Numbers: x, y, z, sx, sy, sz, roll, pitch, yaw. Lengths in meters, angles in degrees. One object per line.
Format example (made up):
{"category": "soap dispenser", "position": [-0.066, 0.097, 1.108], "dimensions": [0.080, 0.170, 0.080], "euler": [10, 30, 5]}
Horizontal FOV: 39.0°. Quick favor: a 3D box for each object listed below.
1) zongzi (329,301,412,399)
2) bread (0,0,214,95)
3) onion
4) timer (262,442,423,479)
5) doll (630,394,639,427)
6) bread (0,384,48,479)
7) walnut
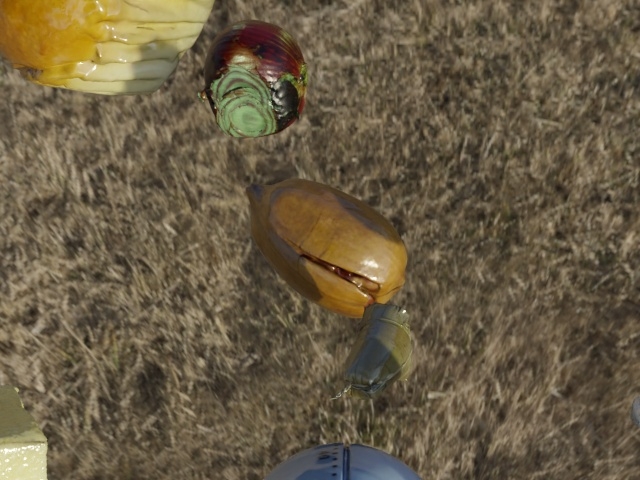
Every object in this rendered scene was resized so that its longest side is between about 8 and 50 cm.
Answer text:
{"category": "zongzi", "position": [0.089, 0.213, 1.335], "dimensions": [0.081, 0.178, 0.189], "euler": [2, 41, 23]}
{"category": "bread", "position": [-0.160, -0.312, 0.734], "dimensions": [0.236, 0.183, 0.389], "euler": [22, 101, 46]}
{"category": "onion", "position": [-0.066, -0.167, 0.916], "dimensions": [0.118, 0.117, 0.119], "euler": [2, 43, -1]}
{"category": "timer", "position": [0.061, 0.247, 0.639], "dimensions": [0.255, 0.175, 0.175], "euler": [25, 69, 8]}
{"category": "doll", "position": [0.355, 0.201, 0.902], "dimensions": [0.057, 0.227, 0.114], "euler": [-15, 54, 23]}
{"category": "bread", "position": [-0.371, 0.200, 0.864], "dimensions": [0.188, 0.068, 0.125], "euler": [-3, 21, -33]}
{"category": "walnut", "position": [0.000, 0.000, 1.629], "dimensions": [0.336, 0.209, 0.209], "euler": [37, 73, 8]}
